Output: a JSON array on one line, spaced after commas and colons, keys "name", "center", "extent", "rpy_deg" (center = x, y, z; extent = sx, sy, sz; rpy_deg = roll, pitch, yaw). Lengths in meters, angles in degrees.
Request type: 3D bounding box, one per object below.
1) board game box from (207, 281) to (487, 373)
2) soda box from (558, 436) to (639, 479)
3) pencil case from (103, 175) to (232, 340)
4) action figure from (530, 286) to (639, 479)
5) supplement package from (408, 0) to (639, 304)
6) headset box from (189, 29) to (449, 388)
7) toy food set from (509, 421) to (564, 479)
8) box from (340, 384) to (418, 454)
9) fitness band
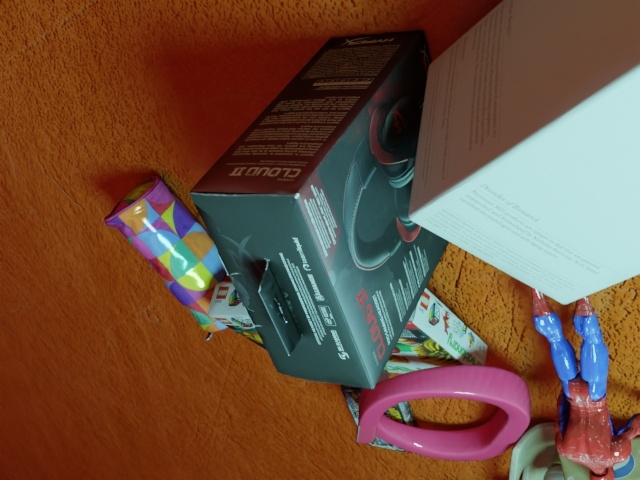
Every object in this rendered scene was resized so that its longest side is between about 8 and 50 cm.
[{"name": "board game box", "center": [0.032, 0.113, 0.966], "extent": [0.305, 0.053, 0.193], "rpy_deg": [-2, 152, 36]}, {"name": "soda box", "center": [0.377, 0.269, 0.880], "extent": [0.181, 0.061, 0.058], "rpy_deg": [-15, 123, 15]}, {"name": "pencil case", "center": [-0.190, 0.025, 1.048], "extent": [0.104, 0.104, 0.236], "rpy_deg": [-15, 119, 43]}, {"name": "action figure", "center": [0.303, 0.135, 0.841], "extent": [0.092, 0.139, 0.280], "rpy_deg": [-3, 106, 40]}, {"name": "supplement package", "center": [0.227, -0.105, 0.537], "extent": [0.175, 0.177, 0.293], "rpy_deg": [27, 144, -22]}, {"name": "headset box", "center": [0.021, -0.026, 0.698], "extent": [0.110, 0.293, 0.218], "rpy_deg": [4, 131, 32]}, {"name": "toy food set", "center": [0.400, 0.369, 0.991], "extent": [0.306, 0.092, 0.219], "rpy_deg": [14, 136, 24]}, {"name": "box", "center": [0.094, 0.265, 1.147], "extent": [0.094, 0.027, 0.137], "rpy_deg": [2, 130, 32]}, {"name": "fitness band", "center": [0.154, 0.226, 0.985], "extent": [0.209, 0.054, 0.290], "rpy_deg": [5, 149, 0]}]
